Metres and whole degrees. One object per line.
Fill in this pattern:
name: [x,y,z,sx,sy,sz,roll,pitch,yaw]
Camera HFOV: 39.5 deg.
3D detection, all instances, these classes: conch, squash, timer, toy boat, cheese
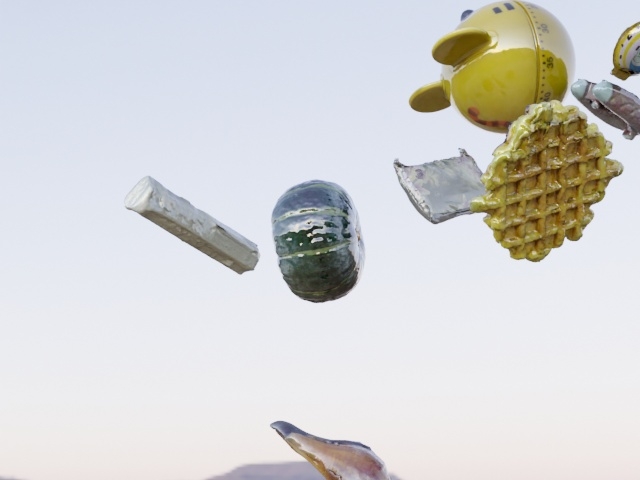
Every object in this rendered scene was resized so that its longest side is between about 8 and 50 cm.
conch: [0.039,0.309,1.208,0.080,0.233,0.086,-50,-33,7]
squash: [0.000,0.000,1.803,0.165,0.252,0.252,-11,-20,11]
timer: [0.432,-0.438,2.249,0.387,0.376,0.376,-5,-17,-9]
toy boat: [0.707,-0.310,2.146,0.227,0.085,0.155,24,-1,-26]
cheese: [0.742,-0.460,1.976,0.157,0.064,0.250,17,-58,-33]

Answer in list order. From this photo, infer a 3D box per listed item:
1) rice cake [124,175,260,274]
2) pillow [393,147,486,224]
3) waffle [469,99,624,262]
rice cake: [-0.183,-0.017,1.330,0.052,0.057,0.256,25,-7,43]
pillow: [0.252,-0.104,1.772,0.255,0.169,0.059,-12,-25,-44]
waffle: [0.345,-0.084,1.353,0.243,0.237,0.059,36,2,-31]
